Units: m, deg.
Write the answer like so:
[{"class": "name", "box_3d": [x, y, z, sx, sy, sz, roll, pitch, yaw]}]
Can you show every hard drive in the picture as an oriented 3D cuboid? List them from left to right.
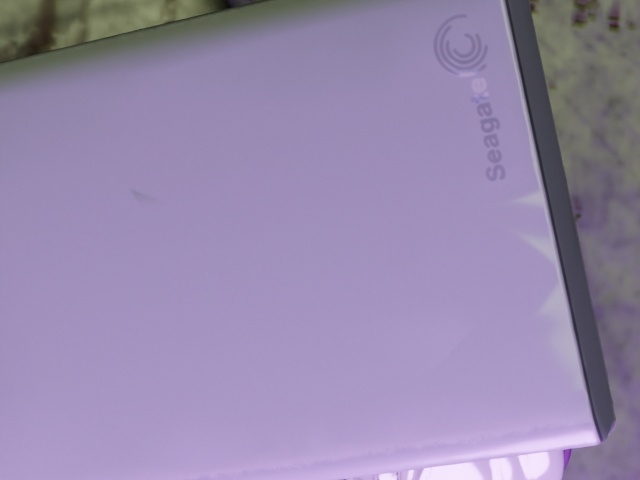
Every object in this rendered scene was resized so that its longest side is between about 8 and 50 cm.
[{"class": "hard drive", "box_3d": [-0.046, 0.007, 0.838, 0.307, 0.040, 0.203, -11, 95, 22]}]

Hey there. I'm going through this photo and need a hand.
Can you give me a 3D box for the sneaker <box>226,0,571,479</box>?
[{"class": "sneaker", "box_3d": [0.000, 0.000, 0.881, 0.152, 0.114, 0.305, -23, 95, -4]}]
